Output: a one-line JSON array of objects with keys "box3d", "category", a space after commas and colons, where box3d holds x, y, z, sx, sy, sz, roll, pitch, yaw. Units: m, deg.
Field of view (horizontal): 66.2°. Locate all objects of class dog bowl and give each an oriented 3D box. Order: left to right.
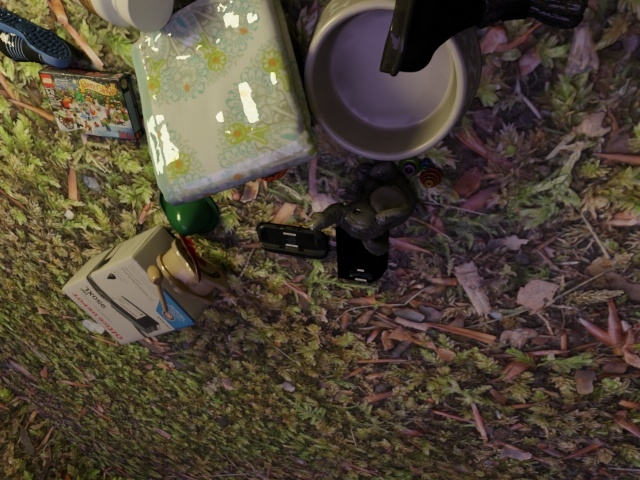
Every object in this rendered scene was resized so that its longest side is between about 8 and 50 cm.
[{"box3d": [0.126, -0.310, 0.944, 0.348, 0.102, 0.349, 11, 130, 13], "category": "dog bowl"}]

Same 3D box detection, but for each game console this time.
[{"box3d": [0.000, 0.000, 1.293, 0.361, 0.044, 0.213, 8, 129, 15], "category": "game console"}]

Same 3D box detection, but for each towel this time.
[{"box3d": [-0.196, -0.286, 0.944, 0.320, 0.090, 0.375, -17, 83, 20], "category": "towel"}]

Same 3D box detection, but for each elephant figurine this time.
[{"box3d": [0.111, -0.052, 1.069, 0.185, 0.239, 0.169, -7, 125, 26], "category": "elephant figurine"}]

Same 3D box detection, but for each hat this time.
[{"box3d": [-0.383, -0.033, 1.318, 0.208, 0.184, 0.173, 15, 132, 9], "category": "hat"}]

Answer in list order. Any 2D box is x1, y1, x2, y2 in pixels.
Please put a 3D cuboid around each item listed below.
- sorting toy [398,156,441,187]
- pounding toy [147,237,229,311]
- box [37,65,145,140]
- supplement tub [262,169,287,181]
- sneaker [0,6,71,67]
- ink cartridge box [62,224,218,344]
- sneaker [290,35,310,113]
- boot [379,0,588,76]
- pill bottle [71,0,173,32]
[{"box3d": [0.220, -0.149, 1.080, 0.101, 0.042, 0.061, 26, 133, 0], "category": "sorting toy"}, {"box3d": [-0.404, 0.106, 1.407, 0.155, 0.154, 0.269, -42, 144, 8], "category": "pounding toy"}, {"box3d": [-0.570, -0.343, 1.227, 0.233, 0.044, 0.159, 10, 131, 14], "category": "box"}, {"box3d": [-0.150, -0.216, 1.085, 0.116, 0.117, 0.190, -8, 152, 27], "category": "supplement tub"}, {"box3d": [-0.690, -0.458, 1.161, 0.232, 0.081, 0.090, 32, 136, 3], "category": "sneaker"}, {"box3d": [-0.575, 0.155, 1.562, 0.394, 0.166, 0.285, -20, 118, 34], "category": "ink cartridge box"}, {"box3d": [-0.096, -0.308, 1.046, 0.130, 0.087, 0.228, 3, 126, 22], "category": "sneaker"}, {"box3d": [0.249, -0.343, 0.713, 0.260, 0.348, 0.131, 21, 153, 9], "category": "boot"}, {"box3d": [-0.395, -0.486, 0.935, 0.229, 0.131, 0.131, 33, 136, 22], "category": "pill bottle"}]
